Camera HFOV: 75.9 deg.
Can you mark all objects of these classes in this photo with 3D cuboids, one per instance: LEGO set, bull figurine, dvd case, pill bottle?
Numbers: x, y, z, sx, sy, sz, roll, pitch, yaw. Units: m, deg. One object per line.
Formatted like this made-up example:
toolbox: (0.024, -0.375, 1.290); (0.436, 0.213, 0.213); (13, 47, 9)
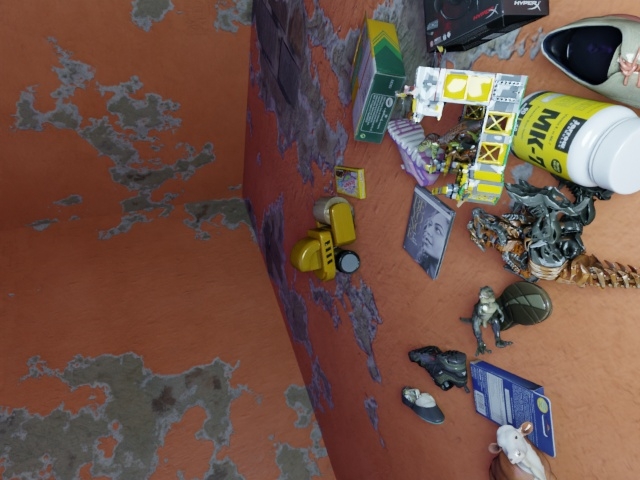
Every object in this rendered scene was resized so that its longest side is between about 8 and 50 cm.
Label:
LEGO set: (0.227, -0.210, 0.765); (0.331, 0.192, 0.255); (-69, -15, -59)
bull figurine: (0.434, 0.506, 0.866); (0.310, 0.101, 0.188); (70, 173, -51)
dvd case: (0.295, -0.025, 1.145); (0.164, 0.018, 0.221); (-124, 31, -48)
pill bottle: (0.397, -0.154, 0.631); (0.208, 0.119, 0.119); (-121, 27, -58)

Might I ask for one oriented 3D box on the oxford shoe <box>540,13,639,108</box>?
oxford shoe: (0.435, -0.205, 0.516); (0.348, 0.130, 0.123); (-127, 32, -50)

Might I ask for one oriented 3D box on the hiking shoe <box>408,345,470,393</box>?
hiking shoe: (0.327, 0.367, 1.164); (0.227, 0.086, 0.114); (161, 101, -69)

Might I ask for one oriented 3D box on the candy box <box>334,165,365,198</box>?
candy box: (0.108, -0.220, 1.530); (0.206, 0.027, 0.105); (-150, 49, -64)

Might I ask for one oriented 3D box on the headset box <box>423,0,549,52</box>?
headset box: (0.291, -0.532, 0.760); (0.218, 0.110, 0.293); (-159, 60, -67)

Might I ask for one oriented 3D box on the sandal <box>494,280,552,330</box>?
sandal: (0.420, 0.140, 0.855); (0.219, 0.060, 0.090); (89, 169, -65)

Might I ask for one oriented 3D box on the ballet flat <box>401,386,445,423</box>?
ballet flat: (0.315, 0.511, 1.299); (0.203, 0.074, 0.074); (172, 87, -72)

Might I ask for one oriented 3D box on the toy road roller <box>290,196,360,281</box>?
toy road roller: (0.000, 0.000, 1.622); (0.202, 0.240, 0.330); (-164, 65, -67)

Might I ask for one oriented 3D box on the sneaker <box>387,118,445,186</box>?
sneaker: (0.243, -0.230, 1.084); (0.105, 0.095, 0.236); (92, 156, -50)

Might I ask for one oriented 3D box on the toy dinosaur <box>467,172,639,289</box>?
toy dinosaur: (0.407, -0.009, 0.717); (0.322, 0.164, 0.218); (15, 127, 35)

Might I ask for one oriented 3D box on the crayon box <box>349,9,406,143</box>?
crayon box: (0.147, -0.452, 1.128); (0.203, 0.083, 0.323); (107, 166, -52)

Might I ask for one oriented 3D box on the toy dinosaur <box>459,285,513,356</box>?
toy dinosaur: (0.367, 0.189, 0.919); (0.268, 0.064, 0.118); (76, -176, -63)

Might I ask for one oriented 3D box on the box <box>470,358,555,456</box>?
box: (0.440, 0.374, 0.938); (0.225, 0.036, 0.136); (-170, 70, -69)
